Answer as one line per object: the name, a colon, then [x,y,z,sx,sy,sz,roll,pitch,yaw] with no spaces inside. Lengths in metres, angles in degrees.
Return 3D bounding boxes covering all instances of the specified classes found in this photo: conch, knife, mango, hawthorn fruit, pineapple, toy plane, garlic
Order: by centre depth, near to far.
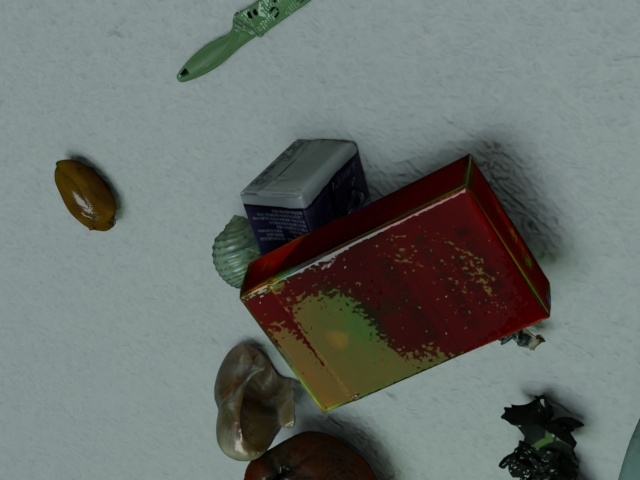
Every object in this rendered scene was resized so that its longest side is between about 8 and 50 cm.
knife: [-0.097,-0.261,1.600,0.293,0.020,0.043,-24,104,45]
toy plane: [0.204,0.106,1.629,0.135,0.062,0.188,41,137,1]
pineapple: [0.299,0.310,1.696,0.119,0.111,0.237,-12,112,9]
conch: [-0.072,0.030,1.747,0.153,0.102,0.135,43,158,-27]
mango: [-0.350,-0.066,1.912,0.077,0.063,0.127,-20,109,53]
garlic: [-0.108,0.240,1.916,0.124,0.175,0.099,-13,147,33]
hawthorn fruit: [0.003,0.413,1.935,0.210,0.210,0.262,3,142,36]

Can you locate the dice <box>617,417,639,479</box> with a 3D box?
dice: [0.481,0.301,1.425,0.264,0.268,0.263,15,129,29]

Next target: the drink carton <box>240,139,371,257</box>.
drink carton: [0.001,0.000,1.647,0.101,0.134,0.222,2,124,33]

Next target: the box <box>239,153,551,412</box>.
box: [0.087,0.057,1.524,0.313,0.089,0.197,-26,114,21]
